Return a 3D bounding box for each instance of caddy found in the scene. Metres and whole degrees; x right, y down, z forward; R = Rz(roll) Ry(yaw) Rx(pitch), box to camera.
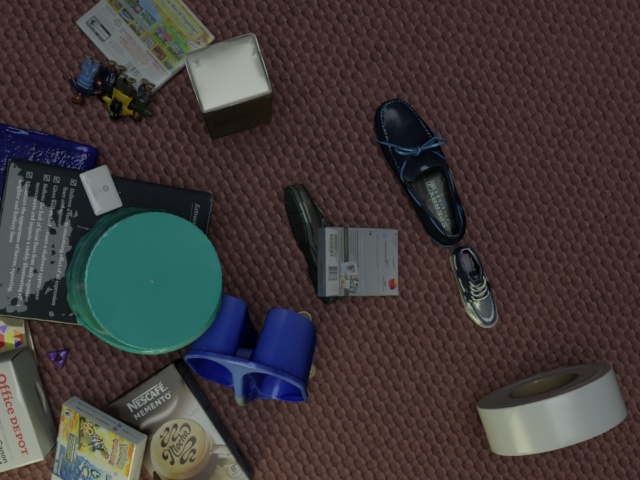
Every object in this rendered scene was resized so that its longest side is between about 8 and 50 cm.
[{"bbox_3d":[-0.134,0.238,1.781,0.241,0.341,0.179,14,72,7],"label":"caddy"}]

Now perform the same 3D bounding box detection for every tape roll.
[{"bbox_3d":[0.466,0.338,1.825,0.286,0.286,0.100,-19,88,-3],"label":"tape roll"}]

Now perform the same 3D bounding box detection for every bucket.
[{"bbox_3d":[-0.313,0.070,1.626,0.281,0.183,0.281,0,91,-20],"label":"bucket"}]

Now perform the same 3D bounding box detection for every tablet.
[{"bbox_3d":[-0.410,-0.094,1.684,0.054,0.006,0.083,-23,97,-19],"label":"tablet"}]

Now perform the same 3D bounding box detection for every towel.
[{"bbox_3d":[-0.615,-0.078,1.910,0.227,0.076,0.308,15,85,2],"label":"towel"}]

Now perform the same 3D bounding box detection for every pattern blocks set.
[{"bbox_3d":[-0.697,0.217,1.908,0.324,0.026,0.285,2,93,-4],"label":"pattern blocks set"}]

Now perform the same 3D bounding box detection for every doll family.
[{"bbox_3d":[-0.448,-0.315,1.918,0.193,0.076,0.111,33,116,10],"label":"doll family"}]

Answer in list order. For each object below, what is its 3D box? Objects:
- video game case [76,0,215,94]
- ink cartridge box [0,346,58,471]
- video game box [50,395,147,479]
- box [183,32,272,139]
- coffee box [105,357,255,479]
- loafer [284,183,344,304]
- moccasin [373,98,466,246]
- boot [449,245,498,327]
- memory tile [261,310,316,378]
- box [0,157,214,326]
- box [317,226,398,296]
[{"bbox_3d":[-0.378,-0.453,1.955,0.206,0.026,0.227,-42,89,-3],"label":"video game case"},{"bbox_3d":[-0.724,0.369,1.837,0.306,0.131,0.226,-16,96,1],"label":"ink cartridge box"},{"bbox_3d":[-0.454,0.445,1.835,0.187,0.048,0.205,22,115,16],"label":"video game box"},{"bbox_3d":[-0.180,-0.302,1.812,0.148,0.311,0.121,-18,89,-3],"label":"box"},{"bbox_3d":[-0.288,0.414,1.874,0.168,0.119,0.297,-34,89,-2],"label":"coffee box"},{"bbox_3d":[0.000,0.000,1.928,0.084,0.096,0.267,-21,96,-23],"label":"loafer"},{"bbox_3d":[0.230,-0.154,1.918,0.137,0.117,0.342,-31,89,-3],"label":"moccasin"},{"bbox_3d":[0.330,0.101,1.926,0.069,0.086,0.190,-26,89,-3],"label":"boot"},{"bbox_3d":[-0.068,0.228,1.943,0.113,0.012,0.148,-5,87,-2],"label":"memory tile"},{"bbox_3d":[-0.442,0.020,1.788,0.395,0.212,0.293,10,87,-19],"label":"box"},{"bbox_3d":[0.080,0.046,1.902,0.186,0.038,0.145,1,87,-31],"label":"box"}]
